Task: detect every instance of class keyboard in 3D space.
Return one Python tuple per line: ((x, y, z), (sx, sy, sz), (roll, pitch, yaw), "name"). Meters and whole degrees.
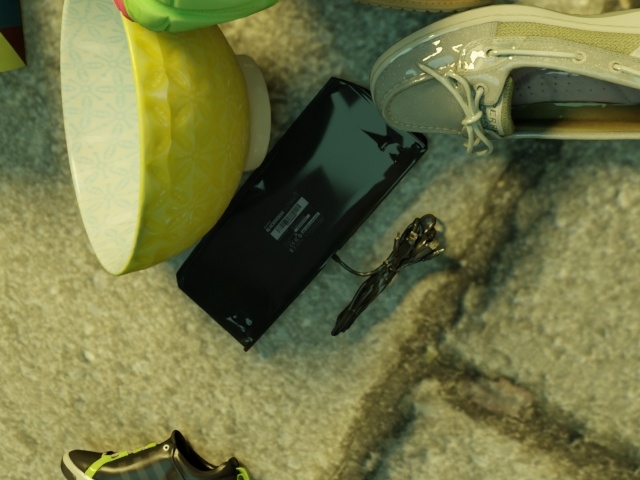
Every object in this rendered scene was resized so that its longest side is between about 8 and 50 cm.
((0.000, 0.000, 0.901), (0.201, 0.033, 0.317), (42, 114, 2), "keyboard")

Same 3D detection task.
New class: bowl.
((-0.140, -0.118, 0.814), (0.156, 0.289, 0.290), (-7, 111, -27), "bowl")

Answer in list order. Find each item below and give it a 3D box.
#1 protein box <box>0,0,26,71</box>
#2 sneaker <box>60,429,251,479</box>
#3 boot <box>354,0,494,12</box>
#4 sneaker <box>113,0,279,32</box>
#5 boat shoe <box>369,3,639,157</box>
((-0.446, -0.234, 0.854), (0.201, 0.200, 0.136), (6, 109, 14), "protein box")
((-0.196, 0.273, 1.031), (0.234, 0.084, 0.097), (13, 86, 10), "sneaker")
((0.052, -0.320, 0.749), (0.248, 0.090, 0.207), (17, 113, 13), "boot")
((-0.098, -0.388, 0.692), (0.202, 0.185, 0.483), (-5, 78, -19), "sneaker")
((0.200, -0.131, 0.744), (0.320, 0.103, 0.118), (0, 147, 10), "boat shoe")
